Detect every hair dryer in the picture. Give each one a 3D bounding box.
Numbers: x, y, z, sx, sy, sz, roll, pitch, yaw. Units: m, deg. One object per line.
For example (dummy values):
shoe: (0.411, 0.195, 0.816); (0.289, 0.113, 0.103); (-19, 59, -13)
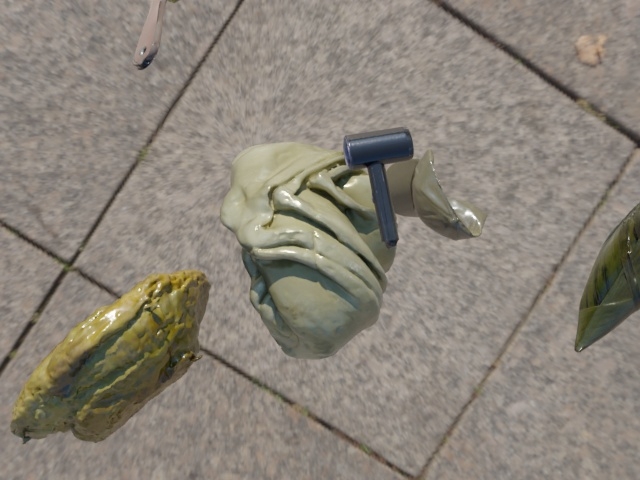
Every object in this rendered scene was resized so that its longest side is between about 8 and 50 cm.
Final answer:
hair dryer: (0.045, -0.036, 0.680); (0.047, 0.026, 0.083); (-9, 83, -4)

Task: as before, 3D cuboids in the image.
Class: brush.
brush: (-0.243, -0.390, 1.572); (0.067, 0.072, 0.312); (31, 50, -35)

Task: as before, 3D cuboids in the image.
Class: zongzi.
zongzi: (0.519, 0.041, 1.580); (0.125, 0.251, 0.274); (36, 60, 9)

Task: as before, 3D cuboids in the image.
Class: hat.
hat: (0.173, -0.053, 1.663); (0.173, 0.144, 0.166); (-27, 117, 37)

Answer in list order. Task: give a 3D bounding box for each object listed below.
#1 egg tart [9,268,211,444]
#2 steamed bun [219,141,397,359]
egg tart: (-0.297, 0.179, 1.470); (0.153, 0.339, 0.351); (50, 47, 3)
steamed bun: (0.002, 0.002, 1.412); (0.203, 0.289, 0.276); (-19, 140, 27)
